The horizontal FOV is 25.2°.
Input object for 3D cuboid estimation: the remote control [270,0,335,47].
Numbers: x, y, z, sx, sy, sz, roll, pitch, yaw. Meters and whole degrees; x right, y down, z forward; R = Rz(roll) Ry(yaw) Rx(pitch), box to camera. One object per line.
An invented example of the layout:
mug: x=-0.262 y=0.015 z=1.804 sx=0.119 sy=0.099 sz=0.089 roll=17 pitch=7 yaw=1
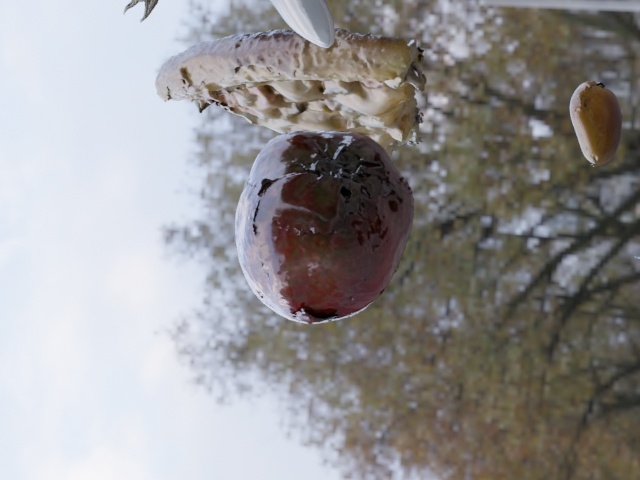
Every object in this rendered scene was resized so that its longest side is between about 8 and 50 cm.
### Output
remote control: x=-0.070 y=-0.319 z=1.353 sx=0.313 sy=0.055 sz=0.109 roll=58 pitch=-172 yaw=-38

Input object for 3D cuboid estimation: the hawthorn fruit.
hawthorn fruit: x=0.000 y=0.000 z=1.405 sx=0.235 sy=0.181 sz=0.181 roll=104 pitch=-175 yaw=-56

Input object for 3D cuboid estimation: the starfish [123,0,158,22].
starfish: x=-0.209 y=-0.311 z=1.790 sx=0.016 sy=0.086 sz=0.092 roll=52 pitch=-141 yaw=-53

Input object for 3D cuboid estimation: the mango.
mango: x=0.408 y=-0.173 z=2.120 sx=0.063 sy=0.077 sz=0.127 roll=165 pitch=96 yaw=-78

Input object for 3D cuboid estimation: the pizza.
pizza: x=-0.047 y=-0.209 z=2.003 sx=0.435 sy=0.392 sz=0.080 roll=82 pitch=-161 yaw=-74

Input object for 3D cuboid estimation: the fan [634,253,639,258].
fan: x=0.342 y=0.002 z=1.028 sx=0.131 sy=0.240 sz=0.009 roll=-25 pitch=-75 yaw=-44
